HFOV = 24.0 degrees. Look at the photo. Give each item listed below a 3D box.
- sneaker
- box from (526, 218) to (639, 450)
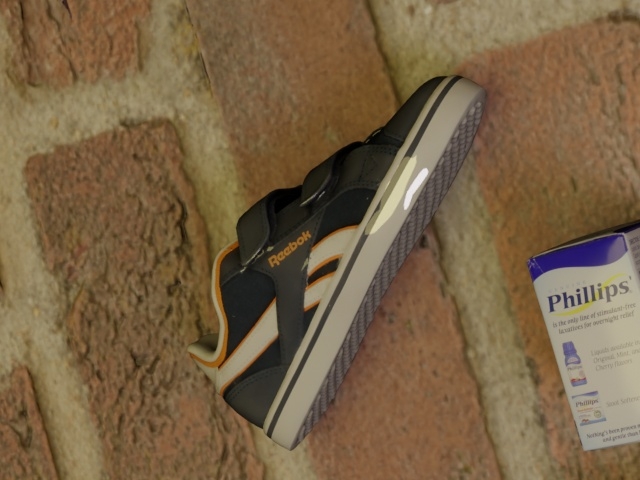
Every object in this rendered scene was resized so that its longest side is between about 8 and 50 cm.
[{"bbox_3d":[0.000,0.000,1.119,0.127,0.126,0.321,33,111,12],"label":"sneaker"},{"bbox_3d":[0.210,0.060,1.028,0.072,0.126,0.137,-16,89,27],"label":"box"}]
